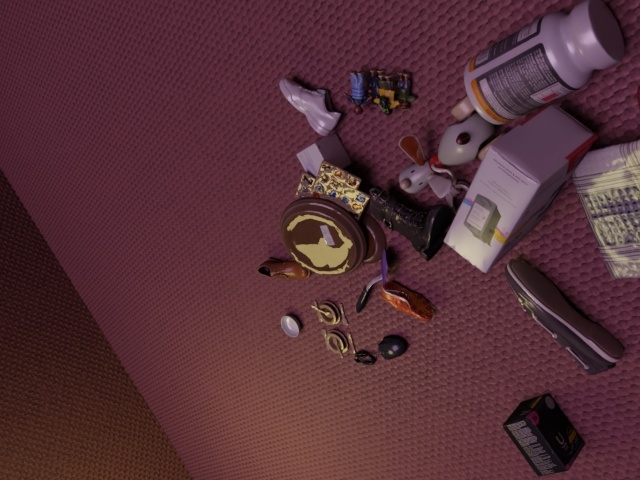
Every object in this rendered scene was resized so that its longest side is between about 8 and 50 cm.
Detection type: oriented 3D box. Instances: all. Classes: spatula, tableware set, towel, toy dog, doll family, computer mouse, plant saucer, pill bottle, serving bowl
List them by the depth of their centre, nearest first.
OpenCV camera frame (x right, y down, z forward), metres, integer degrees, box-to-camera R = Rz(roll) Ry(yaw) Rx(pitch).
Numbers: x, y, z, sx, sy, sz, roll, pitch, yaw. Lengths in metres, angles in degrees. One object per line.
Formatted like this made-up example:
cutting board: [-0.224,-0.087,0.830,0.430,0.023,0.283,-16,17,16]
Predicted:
towel: [0.652,-0.052,1.259,0.324,0.056,0.312,-4,111,66]
pill bottle: [0.442,-0.355,1.280,0.278,0.162,0.162,-21,97,47]
toy dog: [0.294,-0.195,1.507,0.220,0.161,0.333,41,134,19]
doll family: [0.147,-0.370,1.617,0.193,0.076,0.111,22,130,40]
plant saucer: [0.000,0.000,1.875,0.278,0.041,0.277,15,130,18]
plant saucer: [0.117,-0.004,1.876,0.169,0.029,0.168,22,127,33]
spatula: [0.153,0.132,1.897,0.296,0.030,0.084,116,157,-49]
computer mouse: [0.180,0.355,2.007,0.242,0.041,0.071,-35,88,48]
tableware set: [0.035,0.292,2.107,0.128,0.039,0.194,0,112,43]
serving bowl: [-0.100,0.297,2.243,0.083,0.027,0.083,22,126,33]

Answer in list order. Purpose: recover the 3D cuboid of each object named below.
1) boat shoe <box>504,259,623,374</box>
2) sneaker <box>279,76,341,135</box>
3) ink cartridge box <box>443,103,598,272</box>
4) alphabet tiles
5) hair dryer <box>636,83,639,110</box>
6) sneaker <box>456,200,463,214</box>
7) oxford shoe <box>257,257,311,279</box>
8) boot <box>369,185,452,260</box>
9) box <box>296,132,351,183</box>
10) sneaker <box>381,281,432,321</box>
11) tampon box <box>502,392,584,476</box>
boat shoe: [0.554,0.189,1.517,0.335,0.112,0.095,43,130,12]
sneaker: [-0.022,-0.392,1.769,0.212,0.080,0.094,48,118,13]
ink cartridge box: [0.415,-0.106,1.355,0.131,0.226,0.306,42,148,21]
alphabet tiles: [0.029,-0.121,1.792,0.198,0.009,0.237,29,141,4]
hair dryer: [0.696,-0.254,1.161,0.224,0.080,0.293,38,135,19]
sneaker: [0.384,-0.028,1.557,0.071,0.066,0.188,16,153,34]
oxford shoe: [-0.122,0.104,2.125,0.212,0.076,0.076,0,111,41]
boot: [0.217,-0.067,1.660,0.229,0.091,0.263,41,160,19]
box: [0.011,-0.230,1.794,0.087,0.101,0.102,-25,97,47]
sneaker: [0.252,0.181,1.841,0.175,0.064,0.067,35,148,33]
tampon box: [0.579,0.505,1.660,0.161,0.120,0.101,55,138,4]
